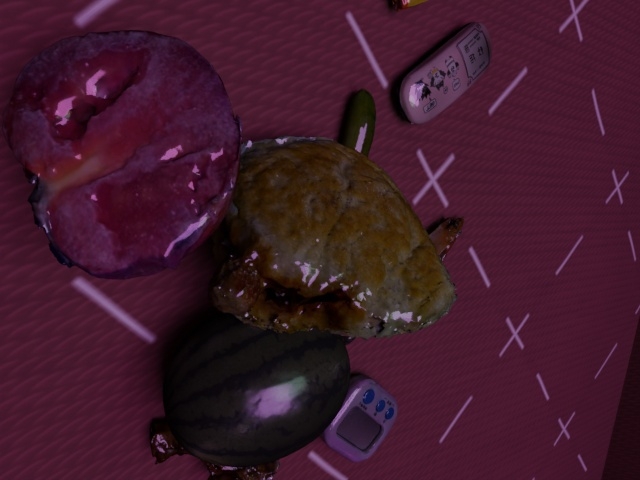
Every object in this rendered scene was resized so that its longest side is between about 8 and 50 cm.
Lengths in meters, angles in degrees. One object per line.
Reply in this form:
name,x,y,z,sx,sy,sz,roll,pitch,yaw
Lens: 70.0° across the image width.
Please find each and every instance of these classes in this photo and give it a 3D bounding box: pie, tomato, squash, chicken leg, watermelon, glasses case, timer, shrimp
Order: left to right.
tomato,-0.247,-0.112,0.655,0.289,0.176,0.335,-28,84,-5
chicken leg,-0.216,0.434,0.925,0.304,0.093,0.113,40,61,-27
watermelon,-0.098,0.243,0.827,0.359,0.278,0.279,-16,111,-36
pie,0.021,-0.007,0.795,0.417,0.395,0.180,6,142,-16
squash,0.068,-0.188,0.961,0.069,0.069,0.258,13,95,-36
timer,0.095,0.442,1.143,0.191,0.069,0.208,-51,125,-13
shrimp,0.289,0.044,1.184,0.294,0.062,0.154,-46,135,-13
glasses case,0.291,-0.388,1.057,0.314,0.075,0.122,-42,125,-19

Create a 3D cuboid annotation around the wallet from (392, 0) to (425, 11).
wallet,0.170,-0.605,0.930,0.141,0.067,0.241,-31,114,-19
